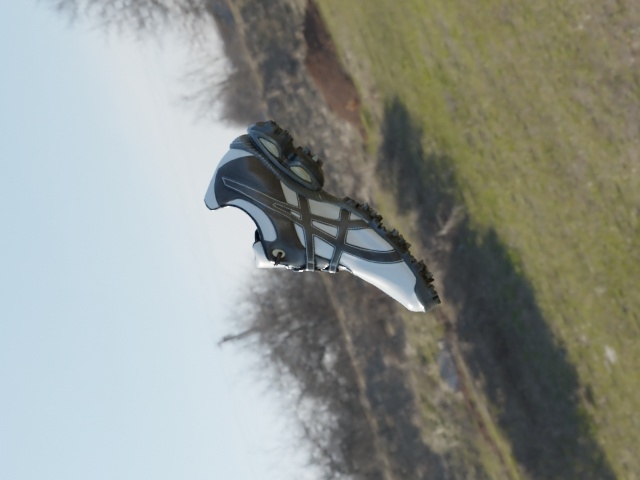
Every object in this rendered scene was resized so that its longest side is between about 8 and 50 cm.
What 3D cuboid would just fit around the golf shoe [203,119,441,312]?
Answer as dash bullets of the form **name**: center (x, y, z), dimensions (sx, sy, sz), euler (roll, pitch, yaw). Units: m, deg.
- **golf shoe**: center (0.000, 0.000, 0.812), dimensions (0.198, 0.094, 0.077), euler (41, 179, 3)
